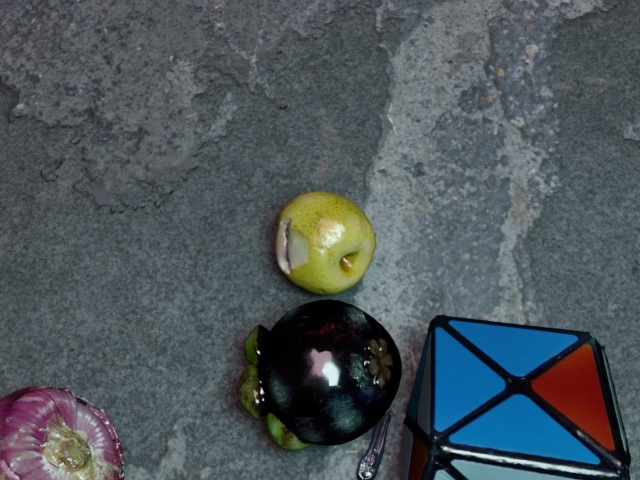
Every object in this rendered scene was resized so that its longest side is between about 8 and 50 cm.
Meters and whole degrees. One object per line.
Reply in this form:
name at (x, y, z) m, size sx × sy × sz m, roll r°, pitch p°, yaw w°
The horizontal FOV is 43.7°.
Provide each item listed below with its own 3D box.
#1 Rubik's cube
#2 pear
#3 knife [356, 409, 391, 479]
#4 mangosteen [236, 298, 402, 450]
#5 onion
Rubik's cube at (0.248, 0.277, 1.084) m, size 0.249 × 0.250 × 0.246 m, roll 9°, pitch 39°, yaw 2°
pear at (0.000, 0.000, 1.316) m, size 0.178 × 0.178 × 0.178 m, roll -1°, pitch 64°, yaw 1°
knife at (0.085, 0.316, 1.237) m, size 0.031 × 0.018 × 0.121 m, roll 16°, pitch 64°, yaw 7°
mangosteen at (-0.006, 0.200, 1.199) m, size 0.243 × 0.243 × 0.242 m, roll -1°, pitch 64°, yaw 1°
onion at (-0.408, 0.328, 1.163) m, size 0.163 × 0.230 × 0.229 m, roll -30°, pitch 61°, yaw 27°
